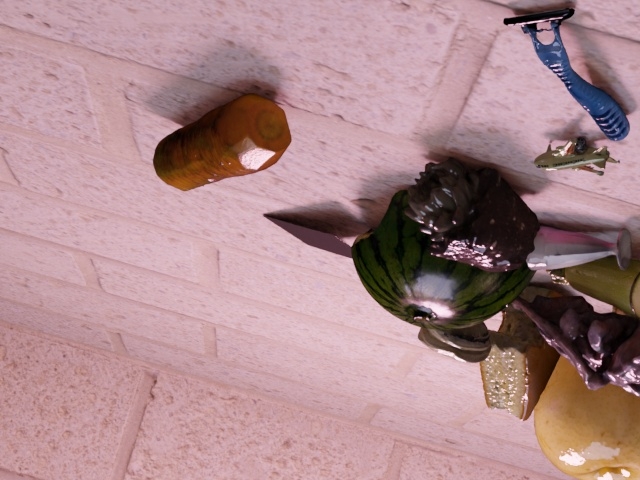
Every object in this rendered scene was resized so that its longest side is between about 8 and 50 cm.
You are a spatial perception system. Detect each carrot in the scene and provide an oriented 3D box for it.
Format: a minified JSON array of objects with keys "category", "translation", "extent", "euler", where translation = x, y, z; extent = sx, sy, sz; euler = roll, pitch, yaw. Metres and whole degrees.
[{"category":"carrot","translation":[-0.148,-0.143,1.672],"extent":[0.114,0.114,0.301],"euler":[26,161,-27]}]

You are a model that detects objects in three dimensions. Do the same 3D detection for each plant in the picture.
[{"category":"plant","translation":[0.222,-0.035,1.640],"extent":[0.194,0.132,0.129],"euler":[28,151,-26]}]

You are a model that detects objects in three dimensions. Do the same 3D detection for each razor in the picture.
[{"category":"razor","translation":[0.302,-0.186,1.294],"extent":[0.081,0.042,0.253],"euler":[-1,156,37]}]

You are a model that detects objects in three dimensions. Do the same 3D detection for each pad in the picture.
[{"category":"pad","translation":[0.000,0.000,2.046],"extent":[0.211,0.003,0.143],"euler":[16,167,47]}]

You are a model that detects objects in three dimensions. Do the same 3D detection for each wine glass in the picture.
[{"category":"wine glass","translation":[0.402,0.010,1.733],"extent":[0.155,0.073,0.073],"euler":[-2,155,33]}]

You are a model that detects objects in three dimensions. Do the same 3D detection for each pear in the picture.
[{"category":"pear","translation":[0.569,0.330,2.172],"extent":[0.309,0.309,0.309],"euler":[14,161,5]}]

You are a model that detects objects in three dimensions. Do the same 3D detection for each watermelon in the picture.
[{"category":"watermelon","translation":[0.198,0.058,1.868],"extent":[0.330,0.190,0.331],"euler":[19,165,5]}]

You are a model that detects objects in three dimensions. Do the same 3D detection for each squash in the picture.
[{"category":"squash","translation":[0.455,0.066,1.800],"extent":[0.094,0.094,0.224],"euler":[30,171,-35]}]

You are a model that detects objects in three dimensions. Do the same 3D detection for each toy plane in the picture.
[{"category":"toy plane","translation":[0.338,-0.111,1.476],"extent":[0.111,0.040,0.102],"euler":[3,156,36]}]

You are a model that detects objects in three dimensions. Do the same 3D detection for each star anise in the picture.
[{"category":"star anise","translation":[0.471,0.183,1.815],"extent":[0.315,0.139,0.359],"euler":[30,179,-3]}]

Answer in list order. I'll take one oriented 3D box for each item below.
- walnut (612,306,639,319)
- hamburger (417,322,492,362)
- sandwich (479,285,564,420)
[{"category":"walnut","translation":[0.550,0.128,1.922],"extent":[0.092,0.092,0.092],"euler":[14,161,5]},{"category":"hamburger","translation":[0.243,0.165,1.993],"extent":[0.140,0.063,0.133],"euler":[17,-156,6]},{"category":"sandwich","translation":[0.372,0.203,2.047],"extent":[0.122,0.236,0.128],"euler":[14,167,45]}]
